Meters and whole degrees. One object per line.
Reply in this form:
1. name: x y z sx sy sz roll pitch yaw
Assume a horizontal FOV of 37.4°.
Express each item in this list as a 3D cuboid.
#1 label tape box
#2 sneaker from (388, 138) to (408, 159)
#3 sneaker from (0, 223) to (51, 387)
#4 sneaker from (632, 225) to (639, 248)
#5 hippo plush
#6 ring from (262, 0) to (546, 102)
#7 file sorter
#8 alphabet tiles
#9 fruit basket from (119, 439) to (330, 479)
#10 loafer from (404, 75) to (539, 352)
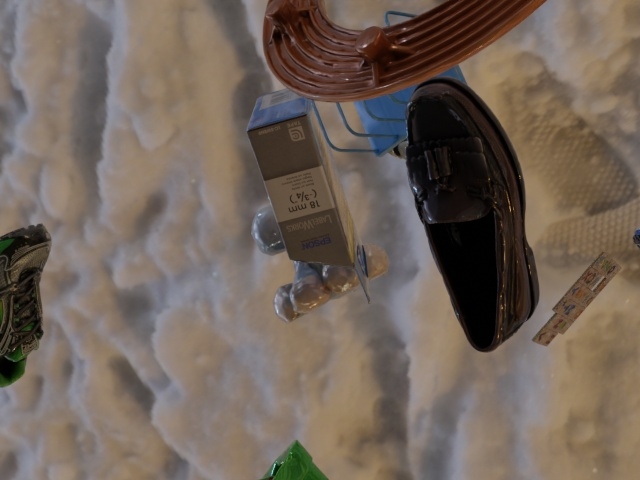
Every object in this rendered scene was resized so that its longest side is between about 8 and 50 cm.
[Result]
1. label tape box: -0.017 -0.072 1.579 0.106 0.240 0.333 -16 109 7
2. sneaker: 0.220 -0.153 1.520 0.153 0.235 0.094 45 125 31
3. sneaker: -0.511 0.110 1.603 0.146 0.134 0.343 44 130 20
4. sneaker: 0.470 -0.007 1.196 0.135 0.058 0.052 19 161 24
5. hippo plush: 0.000 0.000 1.881 0.234 0.294 0.236 -33 83 42
6. ring: 0.080 -0.241 0.675 0.337 0.336 0.032 -18 137 36
7. file sorter: 0.079 -0.200 1.216 0.170 0.104 0.118 -35 68 41
8. alphabet tiles: 0.541 0.130 2.004 0.009 0.198 0.237 43 100 27
9. fruit basket: -0.162 0.424 1.240 0.392 0.392 0.283 46 156 9
10. loafer: 0.156 -0.019 0.986 0.109 0.095 0.302 -4 120 36
